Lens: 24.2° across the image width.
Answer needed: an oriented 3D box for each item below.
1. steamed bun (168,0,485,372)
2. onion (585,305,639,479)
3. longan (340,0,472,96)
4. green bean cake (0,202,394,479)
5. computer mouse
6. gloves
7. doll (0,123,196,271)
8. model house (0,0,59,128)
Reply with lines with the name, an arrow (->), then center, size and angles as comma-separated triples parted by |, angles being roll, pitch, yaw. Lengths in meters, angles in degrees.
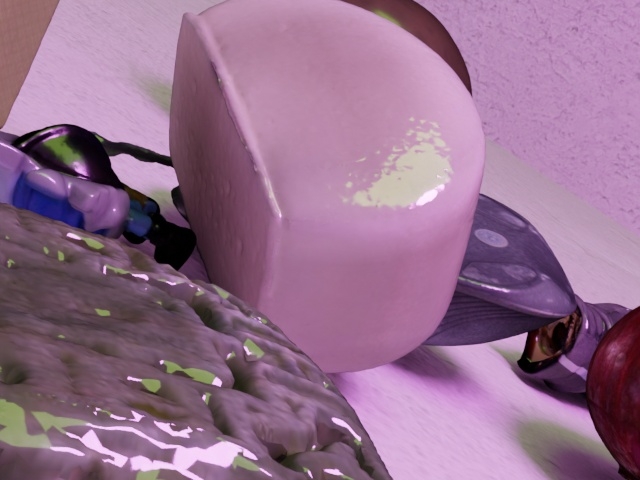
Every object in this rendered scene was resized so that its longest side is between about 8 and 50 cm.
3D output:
steamed bun -> 0.009, -0.045, 0.927 | 0.164, 0.146, 0.241 | -6, 43, -17
onion -> 0.300, 0.131, 1.019 | 0.246, 0.190, 0.246 | 46, 2, -2
longan -> 0.025, -0.145, 1.412 | 0.246, 0.215, 0.246 | 39, -10, 8
green bean cake -> -0.097, 0.070, 0.461 | 0.227, 0.125, 0.222 | 20, 15, -25
computer mouse -> 0.000, 0.000, 1.075 | 0.379, 0.090, 0.167 | 18, 24, -2
gloves -> 0.277, 0.097, 1.300 | 0.286, 0.119, 0.142 | 4, 26, -35
doll -> -0.144, -0.029, 0.868 | 0.096, 0.070, 0.195 | 30, 1, 31
model house -> -0.187, -0.121, 0.589 | 0.205, 0.218, 0.279 | 24, -6, -27
